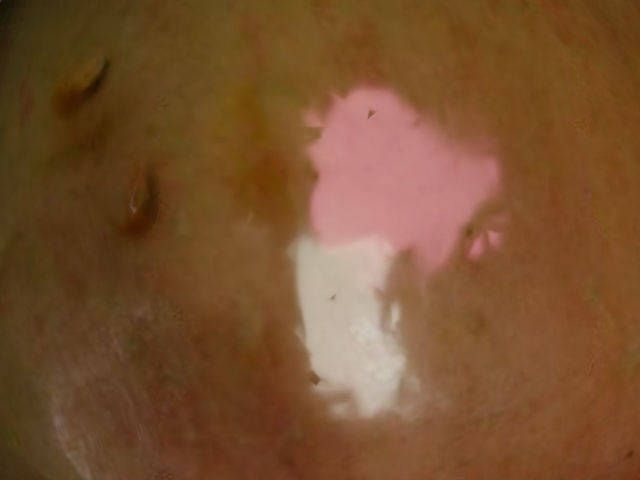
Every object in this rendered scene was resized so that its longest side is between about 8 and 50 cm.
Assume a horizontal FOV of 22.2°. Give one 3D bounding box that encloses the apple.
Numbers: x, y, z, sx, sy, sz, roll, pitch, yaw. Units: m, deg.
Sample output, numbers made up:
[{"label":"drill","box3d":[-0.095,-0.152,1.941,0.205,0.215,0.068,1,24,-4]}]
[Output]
[{"label":"apple","box3d":[0.000,0.000,0.667,0.338,0.338,0.305,-15,89,-15]}]
